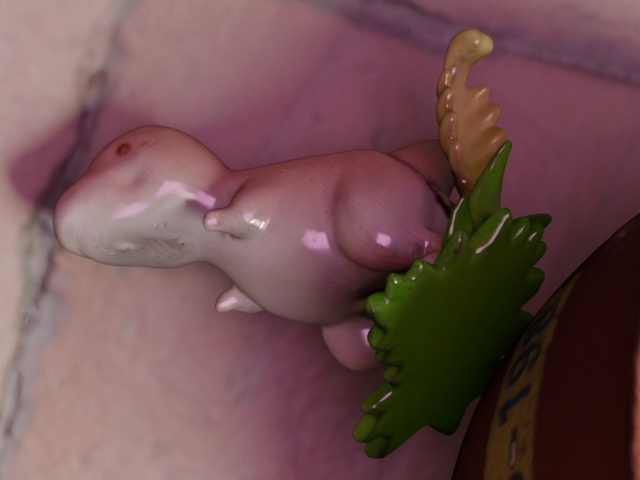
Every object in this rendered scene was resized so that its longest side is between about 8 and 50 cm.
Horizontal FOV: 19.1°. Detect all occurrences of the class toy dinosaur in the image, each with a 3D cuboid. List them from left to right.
[{"bbox_3d":[0.002,0.004,0.848,0.194,0.152,0.177,-31,54,-20],"label":"toy dinosaur"}]

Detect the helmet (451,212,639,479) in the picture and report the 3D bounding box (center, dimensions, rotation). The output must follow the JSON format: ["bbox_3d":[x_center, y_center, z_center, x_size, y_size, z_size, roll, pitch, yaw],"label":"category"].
[{"bbox_3d":[0.173,0.156,0.781,0.337,0.230,0.385,32,50,-25],"label":"helmet"}]
